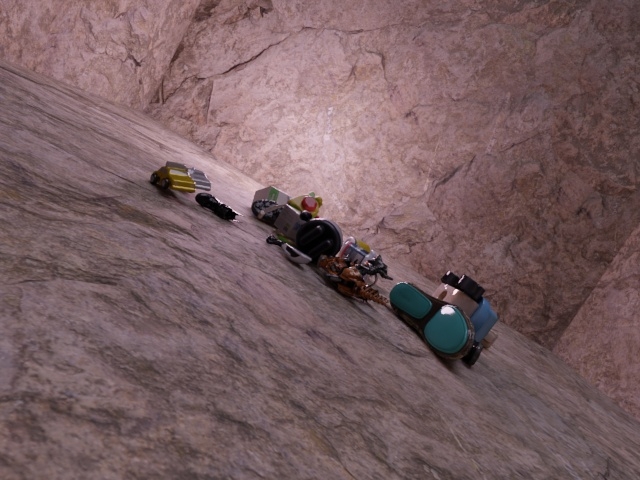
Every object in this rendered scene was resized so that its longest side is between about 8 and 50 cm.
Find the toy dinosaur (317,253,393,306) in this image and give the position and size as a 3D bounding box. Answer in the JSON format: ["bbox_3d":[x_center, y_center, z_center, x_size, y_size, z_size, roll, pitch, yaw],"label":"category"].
[{"bbox_3d":[0.114,0.142,1.552,0.218,0.164,0.322,7,39,-37],"label":"toy dinosaur"}]

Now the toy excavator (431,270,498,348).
[{"bbox_3d":[0.632,0.345,1.934,0.445,0.222,0.433,40,-2,-7],"label":"toy excavator"}]

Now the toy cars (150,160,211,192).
[{"bbox_3d":[-0.477,-0.226,1.601,0.176,0.087,0.394,13,8,-2],"label":"toy cars"}]

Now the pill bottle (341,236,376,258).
[{"bbox_3d":[0.213,0.059,2.500,0.184,0.103,0.103,26,8,-30],"label":"pill bottle"}]

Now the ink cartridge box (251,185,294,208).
[{"bbox_3d":[-0.202,-0.169,2.218,0.212,0.093,0.154,24,-19,-34],"label":"ink cartridge box"}]

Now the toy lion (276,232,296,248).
[{"bbox_3d":[-0.120,0.012,1.786,0.096,0.034,0.100,34,3,-45],"label":"toy lion"}]

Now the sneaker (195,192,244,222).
[{"bbox_3d":[-0.352,-0.113,1.614,0.170,0.051,0.089,28,2,-42],"label":"sneaker"}]

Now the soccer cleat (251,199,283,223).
[{"bbox_3d":[-0.184,-0.100,2.092,0.318,0.116,0.109,11,60,-35],"label":"soccer cleat"}]

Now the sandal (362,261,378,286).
[{"bbox_3d":[0.204,0.141,1.904,0.076,0.102,0.265,27,5,-1],"label":"sandal"}]

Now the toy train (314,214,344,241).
[{"bbox_3d":[0.031,-0.033,2.455,0.247,0.105,0.143,29,18,-10],"label":"toy train"}]

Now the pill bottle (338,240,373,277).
[{"bbox_3d":[0.182,0.091,2.141,0.180,0.108,0.108,33,8,19],"label":"pill bottle"}]

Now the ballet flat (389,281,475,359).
[{"bbox_3d":[0.407,0.286,1.579,0.182,0.164,0.483,41,-1,-24],"label":"ballet flat"}]

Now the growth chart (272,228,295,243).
[{"bbox_3d":[-0.104,-0.007,2.003,0.171,0.021,0.237,32,7,8],"label":"growth chart"}]

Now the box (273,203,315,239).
[{"bbox_3d":[-0.076,-0.054,1.938,0.203,0.103,0.114,26,9,-43],"label":"box"}]

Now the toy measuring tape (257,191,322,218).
[{"bbox_3d":[-0.112,-0.123,2.011,0.330,0.122,0.121,-23,43,-35],"label":"toy measuring tape"}]

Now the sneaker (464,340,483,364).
[{"bbox_3d":[0.496,0.365,1.619,0.130,0.087,0.227,30,4,8],"label":"sneaker"}]

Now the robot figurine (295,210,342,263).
[{"bbox_3d":[0.001,-0.003,1.770,0.173,0.209,0.278,6,5,8],"label":"robot figurine"}]

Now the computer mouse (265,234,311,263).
[{"bbox_3d":[-0.106,0.042,1.596,0.106,0.042,0.193,30,0,-41],"label":"computer mouse"}]
